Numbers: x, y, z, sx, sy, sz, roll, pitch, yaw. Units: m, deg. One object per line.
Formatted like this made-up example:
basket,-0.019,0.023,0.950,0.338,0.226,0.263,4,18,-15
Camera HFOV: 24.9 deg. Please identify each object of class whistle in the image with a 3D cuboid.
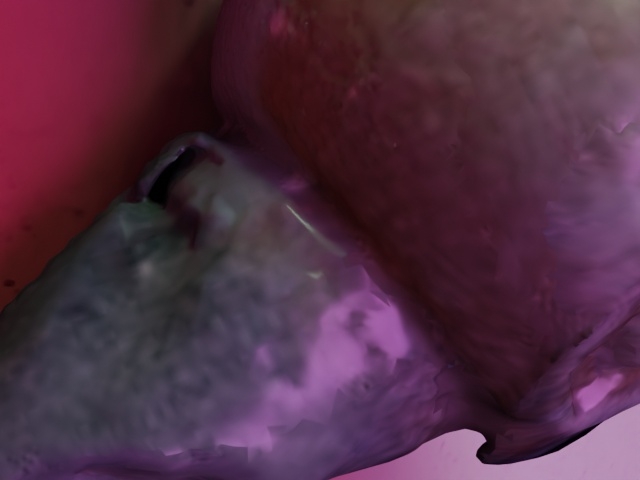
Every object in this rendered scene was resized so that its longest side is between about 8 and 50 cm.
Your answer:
whistle,0.000,0.000,0.396,0.348,0.189,0.189,-39,134,-7
